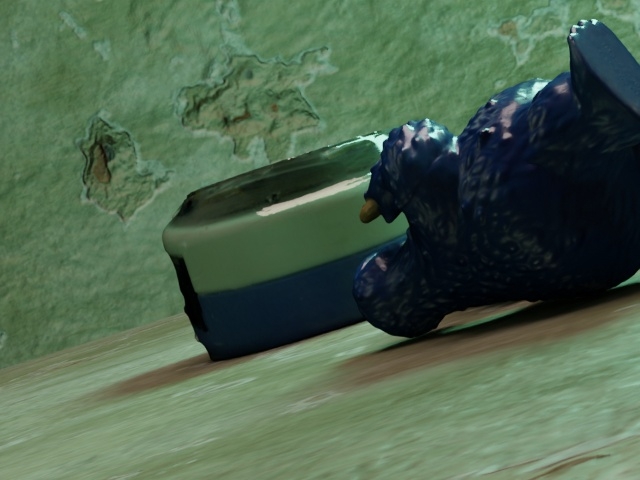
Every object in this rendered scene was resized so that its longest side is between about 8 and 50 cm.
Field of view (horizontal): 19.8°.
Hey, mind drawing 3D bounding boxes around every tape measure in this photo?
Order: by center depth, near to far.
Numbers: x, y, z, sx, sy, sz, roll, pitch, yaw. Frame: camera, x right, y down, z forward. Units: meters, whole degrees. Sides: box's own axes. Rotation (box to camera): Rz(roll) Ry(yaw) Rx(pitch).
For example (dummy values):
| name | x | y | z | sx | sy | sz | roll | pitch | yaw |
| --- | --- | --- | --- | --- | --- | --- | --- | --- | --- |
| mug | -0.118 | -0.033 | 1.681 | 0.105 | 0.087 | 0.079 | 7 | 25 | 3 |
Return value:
| name | x | y | z | sx | sy | sz | roll | pitch | yaw |
| --- | --- | --- | --- | --- | --- | --- | --- | --- | --- |
| tape measure | 0.000 | -0.001 | 1.488 | 0.259 | 0.138 | 0.262 | -19 | 1 | 7 |

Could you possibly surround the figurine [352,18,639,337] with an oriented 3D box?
| name | x | y | z | sx | sy | sz | roll | pitch | yaw |
| --- | --- | --- | --- | --- | --- | --- | --- | --- | --- |
| figurine | 0.107 | -0.011 | 1.004 | 0.164 | 0.120 | 0.262 | 9 | -34 | -23 |
